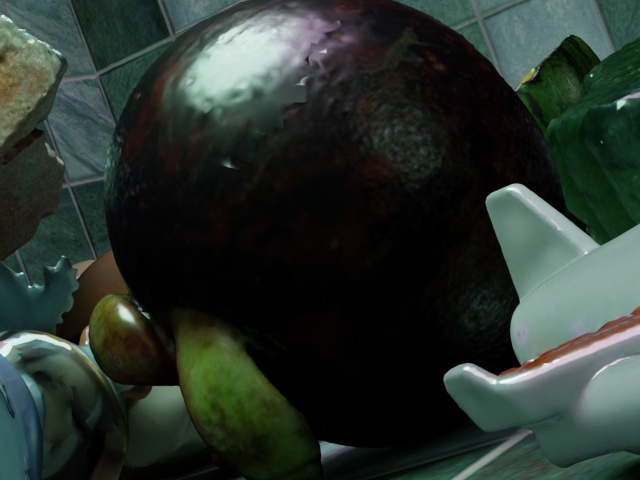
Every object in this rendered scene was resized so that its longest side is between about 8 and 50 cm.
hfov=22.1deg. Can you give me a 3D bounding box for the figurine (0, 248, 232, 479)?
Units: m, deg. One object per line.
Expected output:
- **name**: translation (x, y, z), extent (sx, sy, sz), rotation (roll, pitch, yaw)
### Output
- **figurine**: translation (-0.164, 0.087, 1.116), extent (0.277, 0.248, 0.388), rotation (-49, -18, 29)

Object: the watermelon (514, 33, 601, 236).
- **watermelon**: translation (0.212, -0.038, 1.659), extent (0.331, 0.189, 0.331), rotation (-46, 0, 0)

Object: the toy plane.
- **toy plane**: translation (0.149, 0.017, 0.563), extent (0.252, 0.118, 0.252), rotation (-20, 2, 1)

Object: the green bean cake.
- **green bean cake**: translation (0.320, -0.093, 1.358), extent (0.300, 0.169, 0.308), rotation (-33, 9, -17)

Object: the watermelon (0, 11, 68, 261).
- **watermelon**: translation (-0.287, -0.071, 1.095), extent (0.231, 0.310, 0.193), rotation (-6, -23, -12)

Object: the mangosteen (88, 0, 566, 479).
- **mangosteen**: translation (0.000, 0.000, 0.945), extent (0.288, 0.288, 0.288), rotation (-20, -1, 0)
